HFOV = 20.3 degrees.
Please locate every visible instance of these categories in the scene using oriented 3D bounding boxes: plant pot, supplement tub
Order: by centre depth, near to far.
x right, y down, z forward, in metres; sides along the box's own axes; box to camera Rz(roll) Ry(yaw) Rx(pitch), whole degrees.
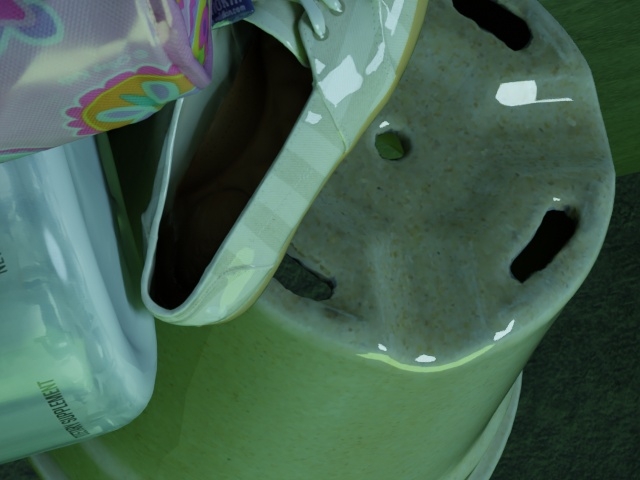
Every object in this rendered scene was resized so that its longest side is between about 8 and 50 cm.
[{"bbox_3d":[-0.252,0.019,0.725,0.338,0.207,0.207,-16,175,1],"label":"supplement tub"},{"bbox_3d":[0.000,0.000,0.962,0.334,0.333,0.305,-14,163,-19],"label":"plant pot"}]

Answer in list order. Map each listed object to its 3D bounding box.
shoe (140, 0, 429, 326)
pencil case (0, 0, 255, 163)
[{"bbox_3d":[-0.017,-0.060,0.742,0.077,0.219,0.058,27,-171,19],"label":"shoe"},{"bbox_3d":[-0.171,-0.067,0.565,0.284,0.124,0.124,-17,175,6],"label":"pencil case"}]
